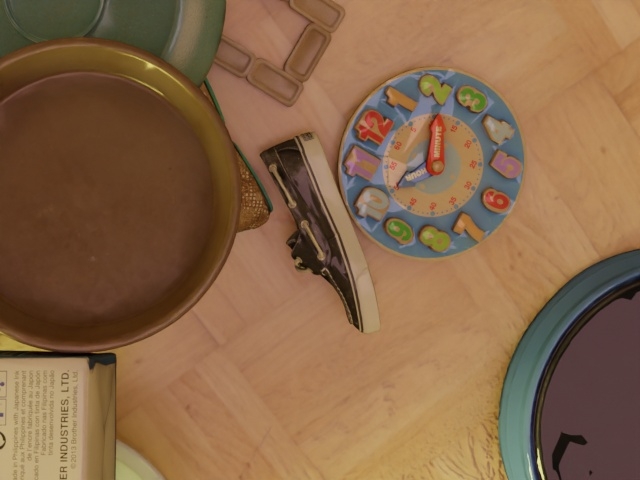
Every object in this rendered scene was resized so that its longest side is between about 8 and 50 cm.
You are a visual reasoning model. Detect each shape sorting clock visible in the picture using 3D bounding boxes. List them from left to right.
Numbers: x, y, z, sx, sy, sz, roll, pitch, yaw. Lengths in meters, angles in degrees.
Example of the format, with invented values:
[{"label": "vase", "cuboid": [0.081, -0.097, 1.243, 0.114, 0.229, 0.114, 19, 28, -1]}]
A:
[{"label": "shape sorting clock", "cuboid": [0.119, -0.079, 1.176, 0.206, 0.040, 0.206, -1, 100, -7]}]

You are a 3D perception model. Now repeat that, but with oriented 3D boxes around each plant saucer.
[{"label": "plant saucer", "cuboid": [-0.250, -0.235, 1.068, 0.317, 0.044, 0.318, 1, 98, 7]}, {"label": "plant saucer", "cuboid": [-0.209, -0.040, 0.987, 0.278, 0.041, 0.278, 1, 84, -6]}]

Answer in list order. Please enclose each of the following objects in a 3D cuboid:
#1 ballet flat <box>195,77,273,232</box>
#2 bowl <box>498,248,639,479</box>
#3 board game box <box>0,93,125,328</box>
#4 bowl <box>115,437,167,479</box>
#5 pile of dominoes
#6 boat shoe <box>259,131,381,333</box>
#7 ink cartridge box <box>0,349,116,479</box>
[{"label": "ballet flat", "cuboid": [-0.120, -0.096, 1.124, 0.067, 0.073, 0.206, -32, 101, -19]}, {"label": "bowl", "cuboid": [0.391, 0.201, 1.207, 0.391, 0.077, 0.391, 0, 90, -3]}, {"label": "board game box", "cuboid": [-0.364, -0.042, 1.015, 0.346, 0.056, 0.208, 9, 88, -4]}, {"label": "bowl", "cuboid": [-0.265, 0.330, 1.131, 0.298, 0.134, 0.298, 0, 82, 0]}, {"label": "pile of dominoes", "cuboid": [-0.087, -0.282, 1.131, 0.251, 0.040, 0.196, 30, 94, -19]}, {"label": "boat shoe", "cuboid": [0.000, 0.000, 1.160, 0.070, 0.078, 0.219, -22, 93, -4]}, {"label": "ink cartridge box", "cuboid": [-0.390, 0.233, 1.000, 0.395, 0.151, 0.270, 0, 83, -2]}]
